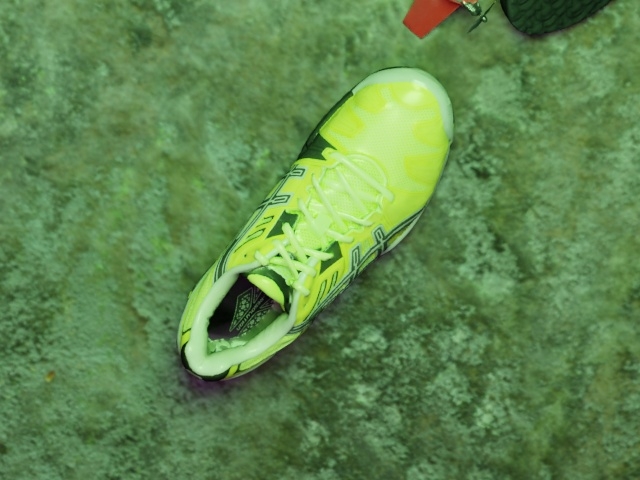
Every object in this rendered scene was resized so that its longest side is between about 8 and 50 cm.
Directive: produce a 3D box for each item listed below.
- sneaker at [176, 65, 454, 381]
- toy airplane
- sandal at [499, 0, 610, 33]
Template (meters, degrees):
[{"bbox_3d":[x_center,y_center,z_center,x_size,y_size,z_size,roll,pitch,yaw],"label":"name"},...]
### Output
[{"bbox_3d":[0.000,0.000,1.400,0.145,0.147,0.385,35,107,-5],"label":"sneaker"},{"bbox_3d":[0.106,-0.261,1.343,0.151,0.028,0.151,18,123,30],"label":"toy airplane"},{"bbox_3d":[0.275,-0.383,1.250,0.167,0.107,0.446,-2,132,-32],"label":"sandal"}]
